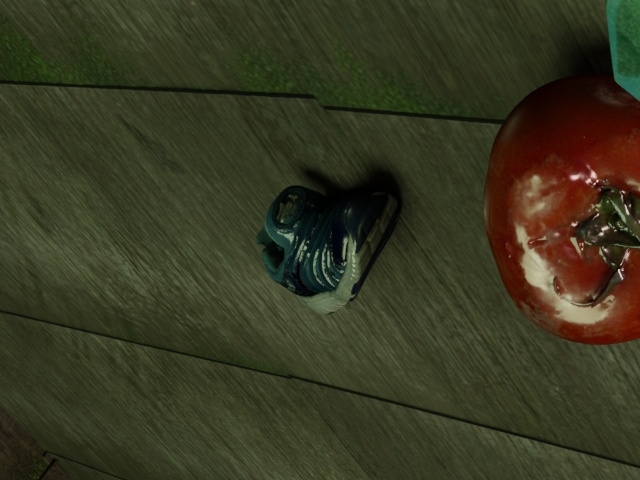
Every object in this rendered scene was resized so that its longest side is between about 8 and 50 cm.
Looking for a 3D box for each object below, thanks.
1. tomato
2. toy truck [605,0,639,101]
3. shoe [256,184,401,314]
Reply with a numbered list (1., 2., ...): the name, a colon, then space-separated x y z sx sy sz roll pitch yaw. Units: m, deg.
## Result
1. tomato: 0.196 -0.026 1.018 0.187 0.151 0.187 5 110 14
2. toy truck: 0.239 -0.147 0.730 0.156 0.155 0.279 37 157 15
3. shoe: 0.000 0.000 1.370 0.106 0.091 0.207 33 160 -8
